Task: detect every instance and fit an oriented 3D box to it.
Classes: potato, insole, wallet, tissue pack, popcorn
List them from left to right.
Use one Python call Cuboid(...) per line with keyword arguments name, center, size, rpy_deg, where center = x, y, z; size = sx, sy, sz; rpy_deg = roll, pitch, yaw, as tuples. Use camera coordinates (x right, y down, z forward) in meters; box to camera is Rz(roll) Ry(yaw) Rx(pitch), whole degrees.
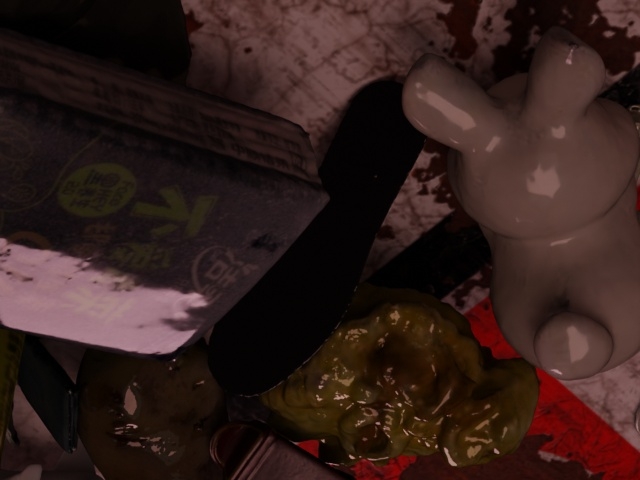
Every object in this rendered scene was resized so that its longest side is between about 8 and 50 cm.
Cuboid(name="wallet", center=(-0.282, 0.155, 1.772), size=(0.026, 0.129, 0.088), rpy_deg=(-16, 128, -29))
Cuboid(name="tissue pack", center=(-0.230, -0.031, 1.524), size=(0.394, 0.124, 0.288), rpy_deg=(16, 135, -36))
Cuboid(name="potato", center=(-0.174, 0.196, 1.805), size=(0.165, 0.165, 0.262), rpy_deg=(-12, 122, -2))
Cuboid(name="insole", center=(0.000, 0.000, 1.673), size=(0.119, 0.009, 0.348), rpy_deg=(29, 89, 14))
Cuboid(name="popcorn", center=(0.063, 0.136, 1.749), size=(0.286, 0.174, 0.225), rpy_deg=(1, 154, 33))

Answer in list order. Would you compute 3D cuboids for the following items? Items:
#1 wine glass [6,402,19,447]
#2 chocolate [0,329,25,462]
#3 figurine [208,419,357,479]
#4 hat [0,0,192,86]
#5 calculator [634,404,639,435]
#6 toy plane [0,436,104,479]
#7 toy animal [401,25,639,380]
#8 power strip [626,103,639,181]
Cuboid(name="wine glass", center=(-0.413, 0.189, 1.781), size=(0.182, 0.122, 0.122), rpy_deg=(-9, 126, -5))
Cuboid(name="chocolate", center=(-0.431, 0.096, 1.602), size=(0.137, 0.301, 0.289), rpy_deg=(-30, 125, 27))
Cuboid(name="figurine", center=(-0.047, 0.233, 1.774), size=(0.154, 0.098, 0.082), rpy_deg=(34, 98, -19))
Cuboid(name="hat", center=(-0.275, -0.190, 1.486), size=(0.366, 0.257, 0.382), rpy_deg=(-21, 107, 7))
Cuboid(name="calculator", center=(0.445, 0.205, 2.004), size=(0.153, 0.021, 0.095), rpy_deg=(-5, 126, -7))
Cuboid(name="toy plane", center=(-0.347, 0.287, 1.824), size=(0.252, 0.118, 0.252), rpy_deg=(-16, 166, -4))
Cuboid(name="toy animal", center=(0.216, -0.043, 1.642), size=(0.196, 0.241, 0.368), rpy_deg=(-13, 120, 15))
Cuboid(name="power strip", center=(0.303, -0.057, 1.785), size=(0.047, 0.030, 0.191), rpy_deg=(6, 124, -14))
